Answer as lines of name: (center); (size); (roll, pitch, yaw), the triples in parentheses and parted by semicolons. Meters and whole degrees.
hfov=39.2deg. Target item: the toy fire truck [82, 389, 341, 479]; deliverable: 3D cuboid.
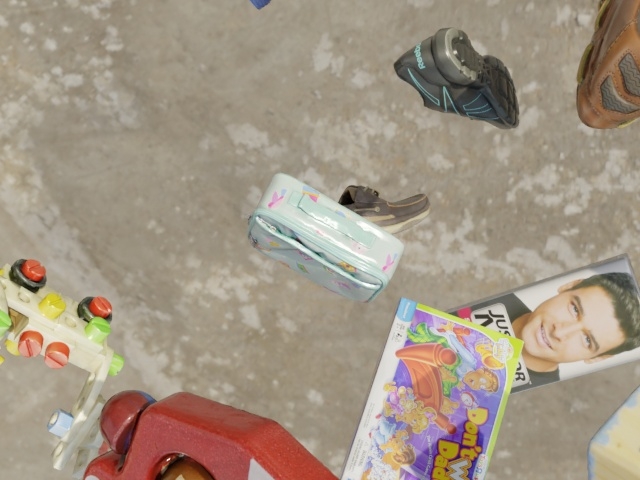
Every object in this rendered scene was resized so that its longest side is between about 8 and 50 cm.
toy fire truck: (-0.097, 0.246, 0.673); (0.254, 0.169, 0.302); (36, 122, 26)

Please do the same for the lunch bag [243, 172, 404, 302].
lunch bag: (0.000, 0.000, 1.591); (0.279, 0.108, 0.224); (28, 164, -2)

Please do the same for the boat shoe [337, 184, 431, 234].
boat shoe: (0.097, -0.064, 2.032); (0.132, 0.355, 0.130); (-7, 100, 61)

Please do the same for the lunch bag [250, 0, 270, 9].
lunch bag: (-0.087, -0.413, 1.403); (0.065, 0.098, 0.067); (-29, 125, 23)

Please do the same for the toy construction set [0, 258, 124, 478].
toy construction set: (-0.356, 0.138, 1.108); (0.151, 0.215, 0.328); (-32, 123, 12)

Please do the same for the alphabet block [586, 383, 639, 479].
alphabet block: (0.427, 0.268, 0.974); (0.197, 0.192, 0.193); (27, 144, 42)

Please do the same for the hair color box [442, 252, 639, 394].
hair color box: (0.429, 0.171, 1.710); (0.374, 0.113, 0.185); (-20, 85, 20)

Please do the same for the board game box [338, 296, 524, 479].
board game box: (0.193, 0.304, 1.576); (0.233, 0.347, 0.078); (19, 164, 1)

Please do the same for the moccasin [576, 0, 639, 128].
moccasin: (0.378, -0.245, 1.013); (0.139, 0.380, 0.147); (39, 139, -10)

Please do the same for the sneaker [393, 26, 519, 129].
sneaker: (0.215, -0.237, 1.362); (0.106, 0.101, 0.267); (-16, 152, 34)
